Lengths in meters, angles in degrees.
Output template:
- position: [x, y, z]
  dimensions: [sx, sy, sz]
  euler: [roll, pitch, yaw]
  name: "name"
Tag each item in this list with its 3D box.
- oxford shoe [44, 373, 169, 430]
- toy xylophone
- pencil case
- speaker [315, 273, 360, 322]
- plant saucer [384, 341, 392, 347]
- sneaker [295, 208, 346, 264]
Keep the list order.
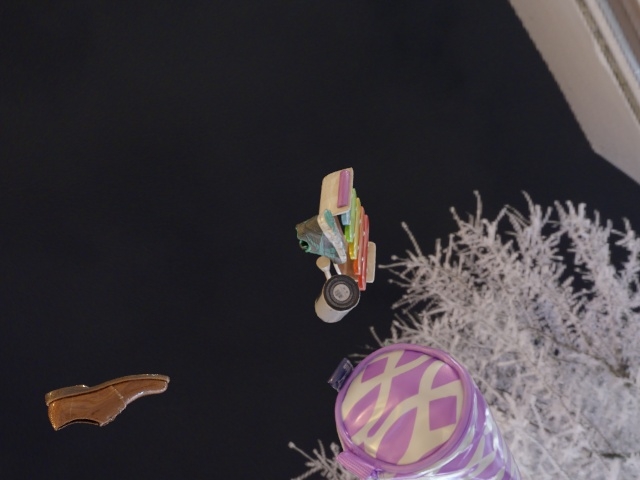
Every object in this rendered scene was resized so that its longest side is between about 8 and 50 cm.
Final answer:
- position: [-0.373, 0.290, 1.104]
  dimensions: [0.212, 0.076, 0.076]
  euler: [-10, -115, -21]
  name: "oxford shoe"
- position: [0.059, 0.001, 1.397]
  dimensions: [0.323, 0.081, 0.236]
  euler: [60, -151, -61]
  name: "toy xylophone"
- position: [0.080, 0.152, 0.391]
  dimensions: [0.088, 0.086, 0.206]
  euler: [-57, -47, -27]
  name: "pencil case"
- position: [0.024, 0.091, 0.938]
  dimensions: [0.055, 0.136, 0.055]
  euler: [1, -104, -5]
  name: "speaker"
- position: [0.176, 0.303, 1.279]
  dimensions: [0.018, 0.067, 0.192]
  euler: [-26, -72, -14]
  name: "plant saucer"
- position: [0.000, 0.000, 1.124]
  dimensions: [0.076, 0.166, 0.065]
  euler: [-17, -121, 6]
  name: "sneaker"
